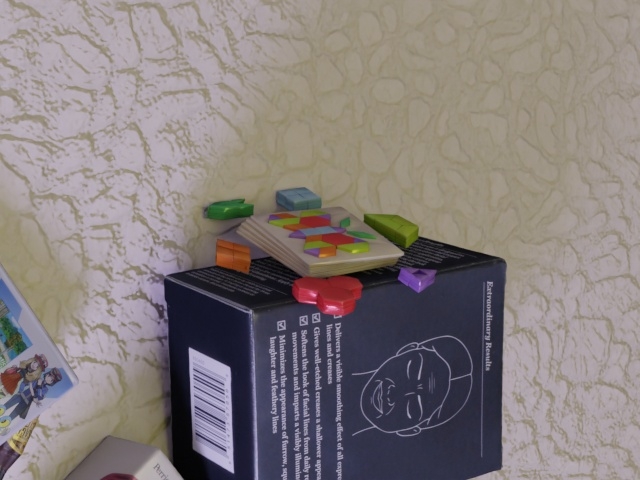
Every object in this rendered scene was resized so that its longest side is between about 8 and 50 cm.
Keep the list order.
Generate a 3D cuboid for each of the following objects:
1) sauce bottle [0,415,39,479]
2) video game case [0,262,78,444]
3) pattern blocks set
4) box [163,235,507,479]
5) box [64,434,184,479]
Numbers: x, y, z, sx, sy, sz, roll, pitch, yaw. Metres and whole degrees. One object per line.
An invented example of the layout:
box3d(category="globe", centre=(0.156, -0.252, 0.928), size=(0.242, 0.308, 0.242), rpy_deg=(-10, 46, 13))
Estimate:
box3d(category="sauce bottle", centre=(-0.362, 0.231, 1.698), size=(0.042, 0.042, 0.128), rpy_deg=(31, 74, -33))
box3d(category="video game case", centre=(-0.469, 0.111, 1.593), size=(0.300, 0.036, 0.329), rpy_deg=(-39, 104, -30))
box3d(category="pattern blocks set", centre=(0.000, 0.000, 1.800), size=(0.285, 0.325, 0.026), rpy_deg=(-15, 119, -41))
box3d(category="box", centre=(0.023, 0.171, 1.847), size=(0.395, 0.212, 0.293), rpy_deg=(-9, 106, -34))
box3d(category="box", centre=(-0.258, 0.368, 1.724), size=(0.232, 0.127, 0.148), rpy_deg=(-46, 116, -27))
